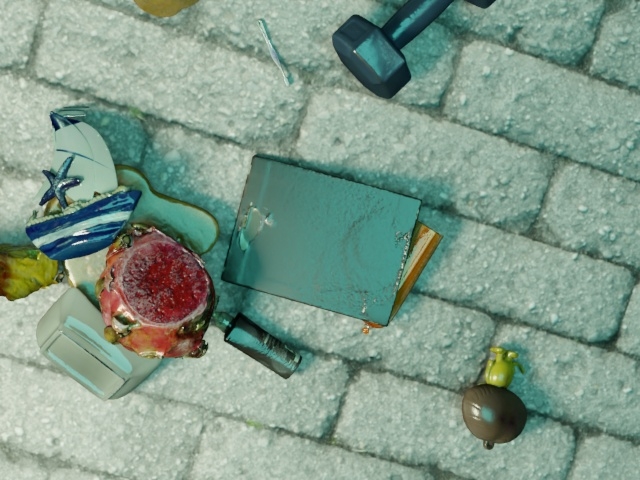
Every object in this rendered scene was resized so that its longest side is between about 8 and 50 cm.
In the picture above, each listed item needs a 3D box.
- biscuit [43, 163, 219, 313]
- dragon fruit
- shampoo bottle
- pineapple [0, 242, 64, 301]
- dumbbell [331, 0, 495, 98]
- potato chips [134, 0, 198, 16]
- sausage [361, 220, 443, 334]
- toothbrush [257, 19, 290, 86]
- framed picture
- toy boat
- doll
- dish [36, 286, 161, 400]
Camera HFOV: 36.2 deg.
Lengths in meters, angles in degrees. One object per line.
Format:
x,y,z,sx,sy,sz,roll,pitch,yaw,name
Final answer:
-0.322,0.018,1.770,0.287,0.057,0.344,-30,100,-3,biscuit
-0.288,0.086,1.658,0.211,0.147,0.282,-38,87,-19,dragon fruit
-0.130,0.178,1.817,0.207,0.057,0.064,35,92,-11,shampoo bottle
-0.567,0.053,1.674,0.236,0.186,0.115,-8,97,0,pineapple
0.177,-0.407,1.742,0.325,0.160,0.144,-42,72,0,dumbbell
-0.278,-0.501,1.709,0.195,0.062,0.208,13,93,-11,potato chips
0.142,0.073,1.836,0.071,0.071,0.234,31,93,-11,sausage
-0.085,-0.340,1.780,0.011,0.013,0.131,-26,99,-14,toothbrush
0.000,0.000,1.799,0.323,0.013,0.244,16,95,4,framed picture
-0.433,-0.093,1.682,0.210,0.070,0.292,-38,64,4,toy boat
0.344,0.307,1.890,0.145,0.096,0.188,43,64,-25,doll
-0.407,0.200,1.737,0.212,0.077,0.151,40,127,-11,dish
